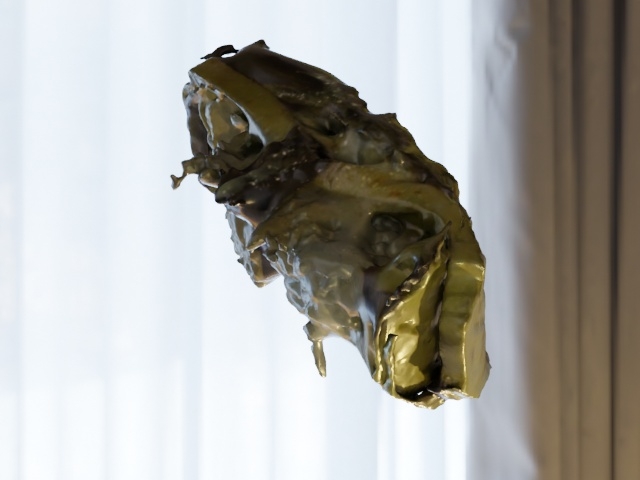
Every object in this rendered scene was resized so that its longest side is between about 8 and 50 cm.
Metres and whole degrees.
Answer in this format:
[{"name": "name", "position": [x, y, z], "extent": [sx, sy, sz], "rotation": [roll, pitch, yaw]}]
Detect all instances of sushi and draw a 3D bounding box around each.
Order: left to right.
[{"name": "sushi", "position": [0.007, -0.003, 0.831], "extent": [0.131, 0.139, 0.291], "rotation": [-27, -140, -20]}]
